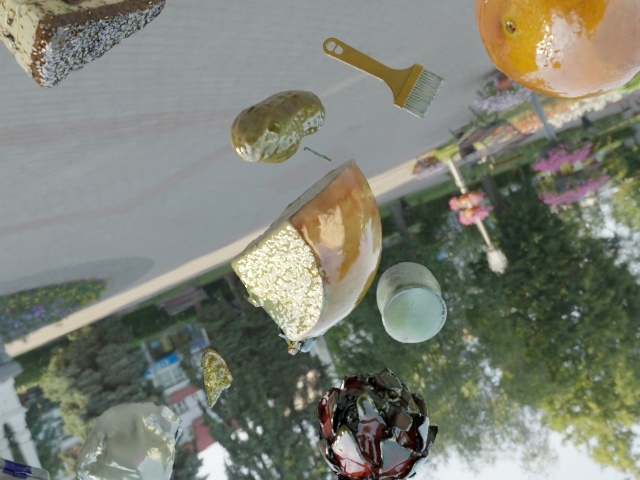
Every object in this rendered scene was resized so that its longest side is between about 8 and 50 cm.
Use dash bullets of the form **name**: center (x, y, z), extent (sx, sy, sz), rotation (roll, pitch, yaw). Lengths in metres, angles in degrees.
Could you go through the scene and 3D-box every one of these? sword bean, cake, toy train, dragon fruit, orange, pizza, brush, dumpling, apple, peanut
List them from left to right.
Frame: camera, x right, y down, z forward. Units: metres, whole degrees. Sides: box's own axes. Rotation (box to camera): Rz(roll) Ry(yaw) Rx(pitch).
- **cake**: center (-0.328, -0.336, 0.899), extent (0.246, 0.112, 0.135), rotation (-43, -178, -20)
- **dumpling**: center (-0.264, 0.301, 0.874), extent (0.127, 0.188, 0.108), rotation (14, -158, -23)
- **pizza**: center (-0.190, 0.265, 1.192), extent (0.026, 0.109, 0.123), rotation (-10, 142, 13)
- **peanut**: center (-0.067, -0.192, 1.076), extent (0.095, 0.108, 0.226), rotation (3, -150, 33)
- **toy train**: center (-0.053, 0.188, 1.579), extent (0.089, 0.127, 0.219), rotation (-55, -168, 33)
- **sword bean**: center (-0.005, -0.193, 1.447), extent (0.083, 0.012, 0.012), rotation (22, 147, -38)
- **apple**: center (0.000, 0.000, 1.214), extent (0.252, 0.314, 0.309), rotation (18, -142, 29)
- **dragon fruit**: center (0.077, 0.271, 0.919), extent (0.182, 0.189, 0.182), rotation (14, -162, -5)
- **brush**: center (0.125, -0.364, 1.373), extent (0.103, 0.272, 0.013), rotation (-61, 173, -1)
- **orange**: center (0.345, -0.333, 0.887), extent (0.226, 0.284, 0.284), rotation (-26, 178, -16)

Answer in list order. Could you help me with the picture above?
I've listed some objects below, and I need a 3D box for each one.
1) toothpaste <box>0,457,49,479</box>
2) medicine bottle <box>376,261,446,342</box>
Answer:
- **toothpaste**: center (-0.444, 0.444, 0.804), extent (0.100, 0.323, 0.066), rotation (11, 160, 12)
- **medicine bottle**: center (0.203, 0.138, 1.443), extent (0.147, 0.147, 0.143), rotation (-24, -158, 8)
